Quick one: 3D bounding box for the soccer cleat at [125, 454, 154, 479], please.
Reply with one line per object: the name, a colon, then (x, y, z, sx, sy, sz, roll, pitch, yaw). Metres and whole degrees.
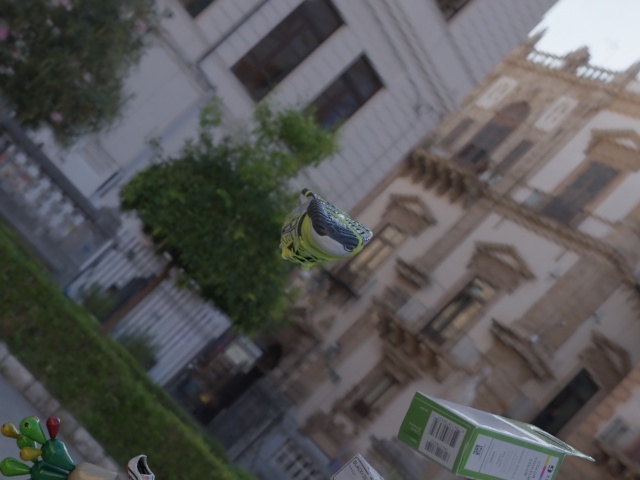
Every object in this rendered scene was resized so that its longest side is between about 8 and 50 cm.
soccer cleat: (-0.216, 0.304, 1.293, 0.029, 0.035, 0.083, 3, 55, -41)

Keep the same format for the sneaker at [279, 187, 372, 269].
sneaker: (0.000, 0.000, 2.131, 0.145, 0.147, 0.385, 32, 3, -8)

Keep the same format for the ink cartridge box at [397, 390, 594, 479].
ink cartridge box: (0.204, 0.241, 1.216, 0.209, 0.062, 0.109, 21, 1, -35)

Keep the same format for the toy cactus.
toy cactus: (-0.387, 0.348, 1.574, 0.180, 0.219, 0.112, 7, 25, 8)

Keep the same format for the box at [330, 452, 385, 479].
box: (0.158, 0.622, 2.349, 0.290, 0.087, 0.169, 50, 0, -33)
